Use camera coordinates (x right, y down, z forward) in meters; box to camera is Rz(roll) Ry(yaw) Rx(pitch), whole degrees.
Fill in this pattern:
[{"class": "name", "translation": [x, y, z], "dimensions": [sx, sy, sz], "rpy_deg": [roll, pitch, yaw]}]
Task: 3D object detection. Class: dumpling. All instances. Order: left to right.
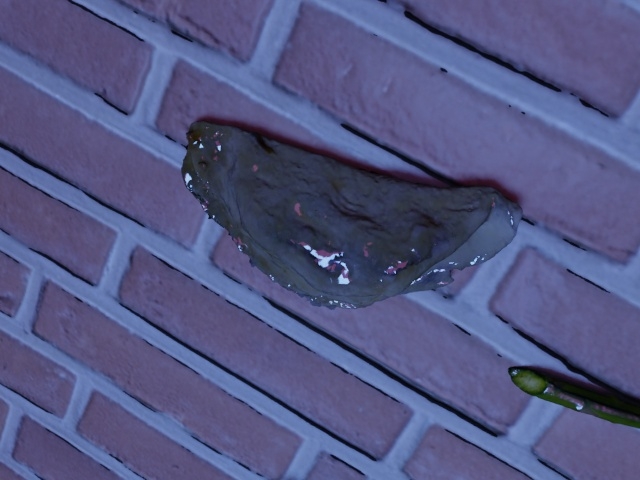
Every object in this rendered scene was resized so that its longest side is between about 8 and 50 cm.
[{"class": "dumpling", "translation": [-0.001, -0.002, 0.475], "dimensions": [0.332, 0.086, 0.166], "rpy_deg": [15, 105, 15]}]

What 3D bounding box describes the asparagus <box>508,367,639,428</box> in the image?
[{"class": "asparagus", "translation": [0.293, 0.156, 0.463], "dimensions": [0.236, 0.027, 0.034], "rpy_deg": [11, 95, 12]}]
